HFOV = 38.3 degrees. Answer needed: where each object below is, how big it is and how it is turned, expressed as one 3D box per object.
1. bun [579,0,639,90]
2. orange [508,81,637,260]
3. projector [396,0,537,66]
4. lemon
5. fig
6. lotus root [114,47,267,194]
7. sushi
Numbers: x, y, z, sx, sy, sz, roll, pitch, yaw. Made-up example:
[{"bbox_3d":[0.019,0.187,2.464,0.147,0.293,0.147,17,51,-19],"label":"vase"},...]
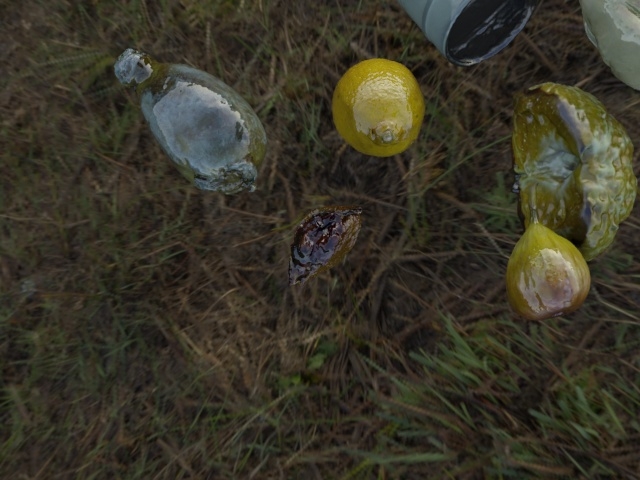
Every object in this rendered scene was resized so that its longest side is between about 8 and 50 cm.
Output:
[{"bbox_3d":[0.641,-0.409,1.770,0.361,0.361,0.213,28,118,1],"label":"bun"},{"bbox_3d":[0.519,-0.135,1.846,0.210,0.271,0.368,-5,90,-14],"label":"orange"},{"bbox_3d":[0.076,-0.318,0.914,0.108,0.108,0.337,-34,62,3],"label":"projector"},{"bbox_3d":[0.116,-0.263,1.839,0.188,0.256,0.188,-6,126,-9],"label":"lemon"},{"bbox_3d":[0.417,0.019,1.721,0.159,0.159,0.257,-7,84,2],"label":"fig"},{"bbox_3d":[-0.107,-0.102,0.776,0.165,0.088,0.088,43,93,19],"label":"lotus root"},{"bbox_3d":[0.000,0.000,0.843,0.050,0.047,0.099,36,107,17],"label":"sushi"}]
